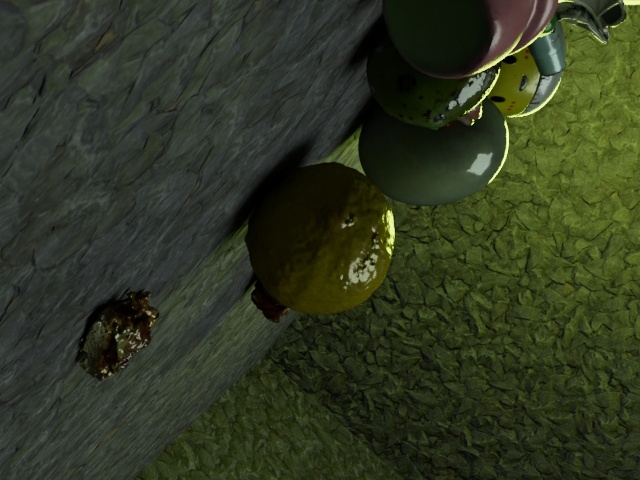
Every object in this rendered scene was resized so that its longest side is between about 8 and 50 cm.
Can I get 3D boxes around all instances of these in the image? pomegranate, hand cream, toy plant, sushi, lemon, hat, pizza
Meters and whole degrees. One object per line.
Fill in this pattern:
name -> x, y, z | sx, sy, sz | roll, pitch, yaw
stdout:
pomegranate -> 0.199, -0.264, 1.569 | 0.214, 0.214, 0.248 | -49, 132, 1
hand cream -> 0.345, -0.425, 1.658 | 0.085, 0.331, 0.058 | -44, -145, -20
toy plant -> 0.263, -0.363, 1.351 | 0.317, 0.210, 0.356 | 1, -157, 41
sushi -> -0.092, 0.100, 2.398 | 0.130, 0.124, 0.332 | -51, 177, -23
lemon -> 0.000, 0.000, 1.760 | 0.268, 0.268, 0.322 | -46, -178, -27
hat -> 0.441, -0.443, 1.822 | 0.220, 0.164, 0.226 | -5, 150, -5
pizza -> -0.287, 0.136, 1.429 | 0.154, 0.069, 0.194 | -46, 175, -13

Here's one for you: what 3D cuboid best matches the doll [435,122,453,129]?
doll -> 0.262, -0.371, 1.763 | 0.363, 0.160, 0.183 | -53, 167, 14

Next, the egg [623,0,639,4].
egg -> 0.623, -0.629, 1.882 | 0.428, 0.345, 0.345 | -26, 163, -29

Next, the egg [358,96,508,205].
egg -> 0.225, -0.196, 2.010 | 0.352, 0.258, 0.258 | 0, -143, 49

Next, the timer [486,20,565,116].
timer -> 0.344, -0.390, 2.057 | 0.285, 0.285, 0.285 | -48, 174, -6
